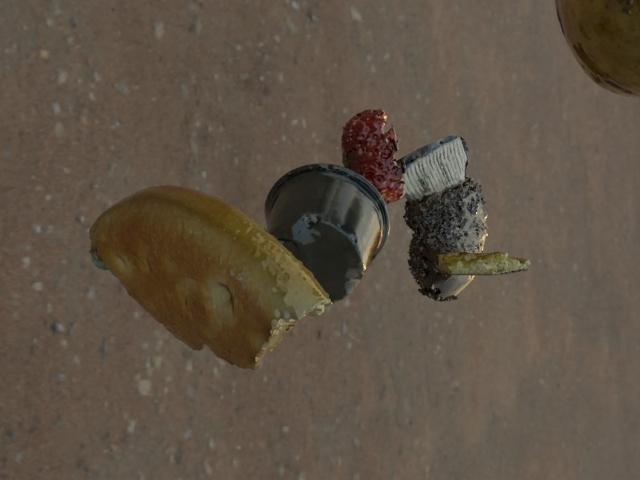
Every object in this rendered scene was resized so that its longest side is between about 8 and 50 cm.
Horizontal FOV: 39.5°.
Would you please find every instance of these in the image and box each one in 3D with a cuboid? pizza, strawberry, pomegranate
[{"bbox_3d":[-0.092,0.024,0.676,0.056,0.271,0.134,-31,112,-35],"label":"pizza"},{"bbox_3d":[0.074,-0.116,1.265,0.145,0.086,0.145,-7,90,-86],"label":"strawberry"},{"bbox_3d":[0.267,0.036,1.500,0.099,0.160,0.036,-16,105,-66],"label":"pizza"},{"bbox_3d":[0.422,-0.307,1.083,0.281,0.281,0.281,6,83,-59],"label":"pomegranate"}]

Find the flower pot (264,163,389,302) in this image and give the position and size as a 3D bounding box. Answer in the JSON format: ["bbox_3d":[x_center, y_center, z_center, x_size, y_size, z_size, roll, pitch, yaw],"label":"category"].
[{"bbox_3d":[0.000,0.000,1.055,0.107,0.157,0.157,-73,148,-58],"label":"flower pot"}]

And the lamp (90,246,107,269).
[{"bbox_3d":[-0.182,-0.011,0.922,0.041,0.121,0.054,59,32,-3],"label":"lamp"}]

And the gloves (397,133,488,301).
[{"bbox_3d":[0.235,-0.033,1.705,0.210,0.135,0.312,-35,111,-47],"label":"gloves"}]
